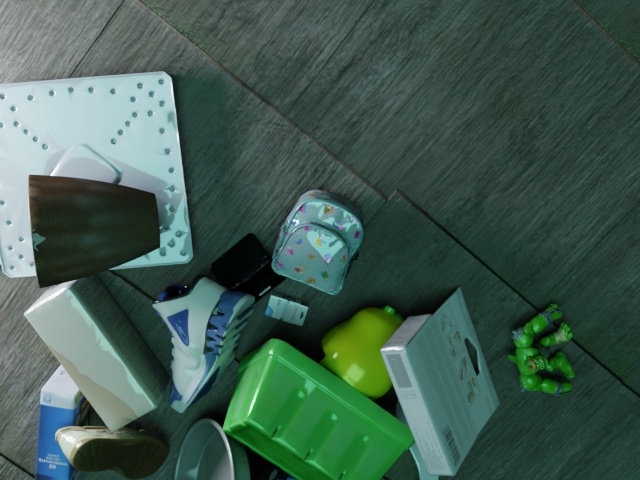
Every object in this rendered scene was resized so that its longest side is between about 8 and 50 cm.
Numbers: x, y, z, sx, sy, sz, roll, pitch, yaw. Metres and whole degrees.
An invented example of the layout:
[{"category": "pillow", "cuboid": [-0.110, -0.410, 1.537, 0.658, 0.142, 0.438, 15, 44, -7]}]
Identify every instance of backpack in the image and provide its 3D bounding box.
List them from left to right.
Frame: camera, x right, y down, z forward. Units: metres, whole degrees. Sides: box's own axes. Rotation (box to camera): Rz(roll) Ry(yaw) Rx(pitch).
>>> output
[{"category": "backpack", "cuboid": [0.000, 0.000, 1.767, 0.165, 0.144, 0.188, 23, 103, 1]}]

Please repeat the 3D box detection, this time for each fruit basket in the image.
[{"category": "fruit basket", "cuboid": [0.029, 0.305, 1.837, 0.392, 0.283, 0.392, 8, 69, -21]}]

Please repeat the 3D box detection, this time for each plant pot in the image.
[{"category": "plant pot", "cuboid": [-0.427, -0.028, 1.693, 0.230, 0.215, 0.215, -6, 107, -14]}]

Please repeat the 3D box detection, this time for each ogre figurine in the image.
[{"category": "ogre figurine", "cuboid": [0.463, 0.242, 1.853, 0.118, 0.097, 0.197, -14, 122, -12]}]

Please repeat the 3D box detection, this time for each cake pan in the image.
[{"category": "cake pan", "cuboid": [-0.231, 0.526, 1.878, 0.054, 0.293, 0.293, 10, 110, -32]}]

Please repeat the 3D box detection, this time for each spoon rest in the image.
[{"category": "spoon rest", "cuboid": [0.233, 0.433, 1.919, 0.137, 0.084, 0.276, -3, 108, 3]}]

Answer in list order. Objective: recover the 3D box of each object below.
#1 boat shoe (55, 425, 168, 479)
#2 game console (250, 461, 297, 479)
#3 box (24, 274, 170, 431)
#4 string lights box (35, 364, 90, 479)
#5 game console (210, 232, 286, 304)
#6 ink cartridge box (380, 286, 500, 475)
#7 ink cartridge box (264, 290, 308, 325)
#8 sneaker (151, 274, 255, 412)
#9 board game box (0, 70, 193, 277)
[{"category": "boat shoe", "cuboid": [-0.435, 0.439, 1.886, 0.089, 0.285, 0.105, 29, 87, 35]}, {"category": "game console", "cuboid": [-0.089, 0.640, 1.953, 0.173, 0.250, 0.293, 27, 107, 22]}, {"category": "box", "cuboid": [-0.459, 0.223, 1.847, 0.121, 0.148, 0.311, -30, 102, 11]}, {"category": "string lights box", "cuboid": [-0.554, 0.414, 1.912, 0.076, 0.133, 0.260, 9, 107, 0]}, {"category": "game console", "cuboid": [-0.149, 0.065, 1.857, 0.122, 0.071, 0.107, -39, 132, 13]}, {"category": "ink cartridge box", "cuboid": [0.252, 0.284, 1.815, 0.066, 0.261, 0.296, -10, 109, 37]}, {"category": "ink cartridge box", "cuboid": [-0.071, 0.144, 1.869, 0.083, 0.028, 0.048, 18, 107, -3]}, {"category": "sneaker", "cuboid": [-0.267, 0.188, 1.850, 0.182, 0.127, 0.316, 35, 121, 15]}, {"category": "board game box", "cuboid": [-0.468, -0.131, 1.777, 0.389, 0.050, 0.390, -5, 106, -1]}]
